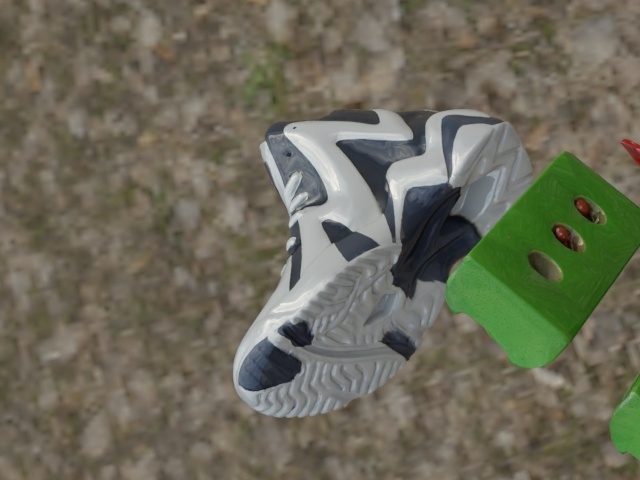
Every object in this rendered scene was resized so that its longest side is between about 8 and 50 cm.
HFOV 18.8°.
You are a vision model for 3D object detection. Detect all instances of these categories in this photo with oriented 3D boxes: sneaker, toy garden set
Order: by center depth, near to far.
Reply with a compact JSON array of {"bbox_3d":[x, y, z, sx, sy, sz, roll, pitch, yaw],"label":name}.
[{"bbox_3d":[0.168,0.062,0.698,0.244,0.204,0.049,40,122,5],"label":"toy garden set"},{"bbox_3d":[0.000,0.000,1.149,0.153,0.235,0.094,19,152,44],"label":"sneaker"}]
